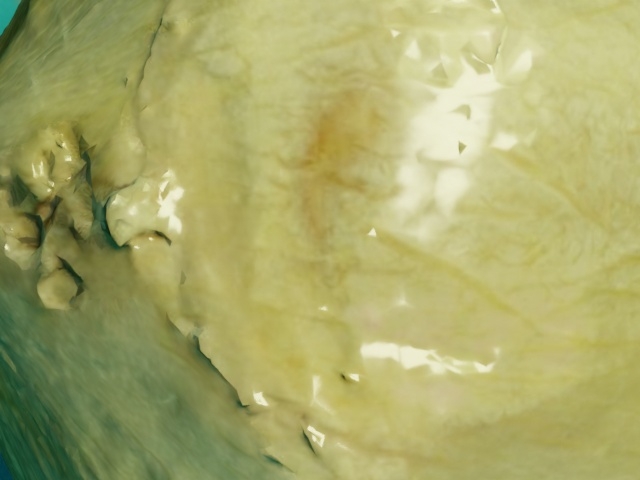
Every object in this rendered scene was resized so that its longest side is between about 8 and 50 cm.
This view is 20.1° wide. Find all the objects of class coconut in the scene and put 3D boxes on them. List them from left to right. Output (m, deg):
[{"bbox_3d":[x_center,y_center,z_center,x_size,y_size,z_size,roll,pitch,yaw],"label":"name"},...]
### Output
[{"bbox_3d":[0.000,0.000,0.781,0.405,0.404,0.404,11,58,-19],"label":"coconut"}]
